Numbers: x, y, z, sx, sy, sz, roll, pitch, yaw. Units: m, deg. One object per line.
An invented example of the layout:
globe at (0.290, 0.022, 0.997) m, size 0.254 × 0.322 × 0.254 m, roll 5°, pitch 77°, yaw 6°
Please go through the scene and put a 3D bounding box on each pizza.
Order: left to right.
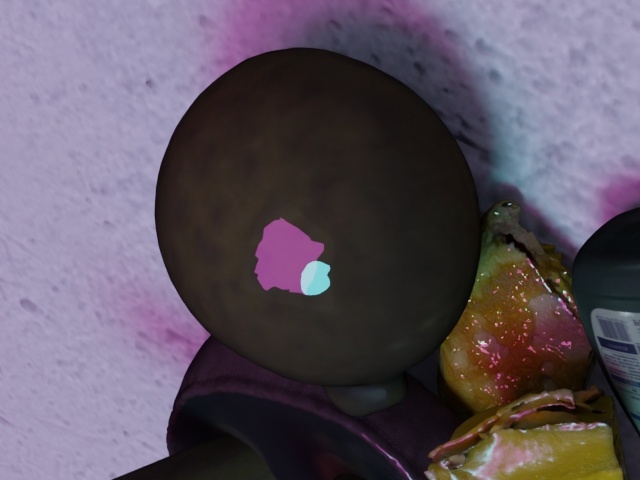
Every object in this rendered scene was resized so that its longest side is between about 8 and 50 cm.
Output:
pizza at (0.108, 0.052, 0.974) m, size 0.099 × 0.036 × 0.160 m, roll 25°, pitch 134°, yaw 22°

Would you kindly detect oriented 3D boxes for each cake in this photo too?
cake at (0.148, 0.119, 0.939) m, size 0.185 × 0.080 × 0.116 m, roll 31°, pitch 130°, yaw -28°

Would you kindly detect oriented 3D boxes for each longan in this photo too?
longan at (0.000, 0.000, 0.928) m, size 0.185 × 0.159 × 0.204 m, roll 15°, pitch 128°, yaw 55°

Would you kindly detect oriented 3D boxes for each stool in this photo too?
stool at (-0.019, 0.199, 1.052) m, size 0.272 × 0.178 × 0.272 m, roll 29°, pitch 142°, yaw 25°

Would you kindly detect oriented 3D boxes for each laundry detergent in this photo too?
laundry detergent at (0.215, 0.087, 0.884) m, size 0.144 × 0.078 × 0.222 m, roll -7°, pitch 115°, yaw 43°
